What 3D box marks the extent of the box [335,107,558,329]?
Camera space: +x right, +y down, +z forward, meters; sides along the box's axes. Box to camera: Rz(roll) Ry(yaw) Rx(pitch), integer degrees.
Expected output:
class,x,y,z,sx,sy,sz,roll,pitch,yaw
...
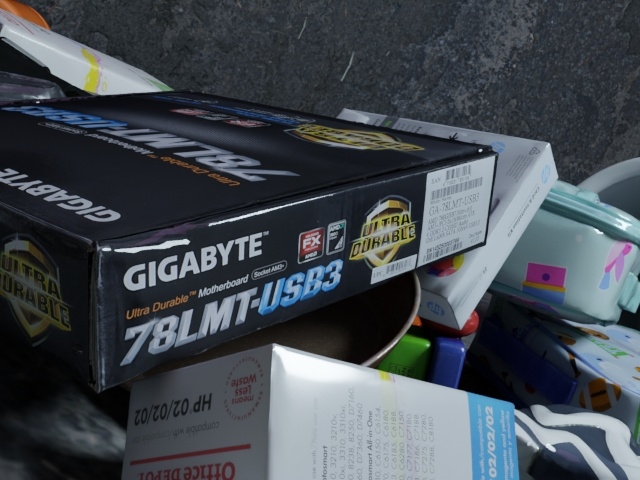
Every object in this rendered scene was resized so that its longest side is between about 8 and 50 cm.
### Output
class,x,y,z,sx,sy,sz,roll,pitch,yaw
box,0.054,-0.026,0.628,0.186,0.145,0.038,15,-33,39

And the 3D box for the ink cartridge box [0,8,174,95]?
class,x,y,z,sx,sy,sz,roll,pitch,yaw
ink cartridge box,-0.343,-0.195,1.056,0.353,0.119,0.207,18,12,-45

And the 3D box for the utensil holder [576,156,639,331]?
class,x,y,z,sx,sy,sz,roll,pitch,yaw
utensil holder,0.506,0.097,1.167,0.328,0.327,0.385,34,8,41

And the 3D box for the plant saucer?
class,x,y,z,sx,sy,sz,roll,pitch,yaw
plant saucer,-0.038,0.049,0.521,0.199,0.036,0.198,-6,27,3

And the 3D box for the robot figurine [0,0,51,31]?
class,x,y,z,sx,sy,sz,roll,pitch,yaw
robot figurine,-0.453,-0.279,1.224,0.158,0.128,0.219,-16,9,3

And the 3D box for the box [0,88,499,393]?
class,x,y,z,sx,sy,sz,roll,pitch,yaw
box,-0.096,-0.033,0.519,0.295,0.073,0.293,18,21,39

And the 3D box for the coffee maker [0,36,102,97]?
class,x,y,z,sx,sy,sz,roll,pitch,yaw
coffee maker,-0.244,-0.096,0.760,0.178,0.120,0.171,25,10,-3

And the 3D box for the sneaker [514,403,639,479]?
class,x,y,z,sx,sy,sz,roll,pitch,yaw
sneaker,0.199,0.171,0.544,0.235,0.094,0.153,19,13,29

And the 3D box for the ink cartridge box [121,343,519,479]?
class,x,y,z,sx,sy,sz,roll,pitch,yaw
ink cartridge box,-0.012,0.090,0.367,0.181,0.061,0.104,19,-28,-38

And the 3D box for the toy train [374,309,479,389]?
class,x,y,z,sx,sy,sz,roll,pitch,yaw
toy train,0.034,0.069,0.704,0.143,0.105,0.248,12,9,-2

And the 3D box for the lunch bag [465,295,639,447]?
class,x,y,z,sx,sy,sz,roll,pitch,yaw
lunch bag,0.283,0.152,0.856,0.243,0.115,0.303,17,10,-19

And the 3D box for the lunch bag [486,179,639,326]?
class,x,y,z,sx,sy,sz,roll,pitch,yaw
lunch bag,0.184,0.002,0.784,0.224,0.107,0.279,19,2,20

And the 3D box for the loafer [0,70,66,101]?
class,x,y,z,sx,sy,sz,roll,pitch,yaw
loafer,-0.305,-0.122,0.654,0.223,0.078,0.076,4,-22,-15
